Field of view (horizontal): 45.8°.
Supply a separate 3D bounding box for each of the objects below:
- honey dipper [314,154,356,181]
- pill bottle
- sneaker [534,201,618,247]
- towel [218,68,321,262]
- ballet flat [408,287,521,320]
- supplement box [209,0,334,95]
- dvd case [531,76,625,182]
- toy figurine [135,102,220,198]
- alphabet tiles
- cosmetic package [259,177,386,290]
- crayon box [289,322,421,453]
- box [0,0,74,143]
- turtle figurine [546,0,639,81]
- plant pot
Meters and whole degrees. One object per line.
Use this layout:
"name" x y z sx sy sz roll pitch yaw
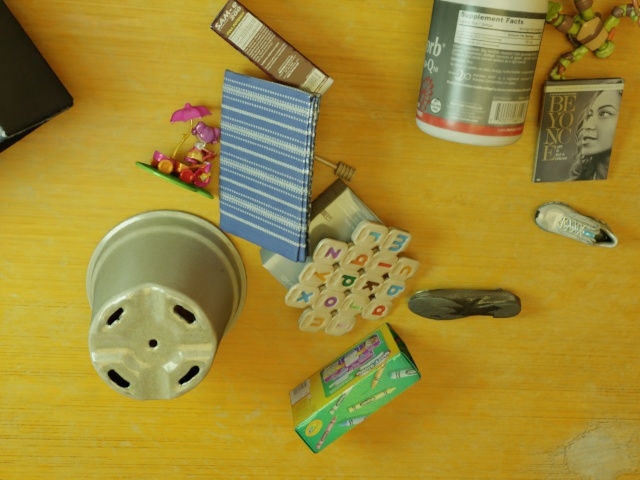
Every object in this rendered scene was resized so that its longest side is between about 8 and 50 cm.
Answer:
"honey dipper" -0.004 -0.169 1.552 0.160 0.030 0.031 27 101 -8
"pill bottle" 0.305 -0.375 1.415 0.210 0.210 0.363 4 111 -7
"sneaker" 0.554 -0.030 1.621 0.190 0.083 0.071 15 105 -9
"towel" -0.103 -0.140 1.453 0.040 0.243 0.336 -20 123 -46
"ballet flat" 0.315 0.131 1.658 0.249 0.058 0.084 0 141 -1
"supplement box" -0.093 -0.354 1.436 0.239 0.130 0.073 38 98 -14
"dvd case" 0.534 -0.227 1.575 0.164 0.018 0.221 -3 117 -5
"toy figurine" -0.251 -0.184 1.487 0.173 0.130 0.159 25 92 -34
"alphabet tiles" 0.068 0.082 1.558 0.277 0.021 0.284 13 119 -38
"cosmetic package" 0.000 0.000 1.560 0.238 0.107 0.127 -45 109 4
"crayon box" 0.068 0.311 1.619 0.278 0.165 0.081 -36 106 5
"box" -0.774 -0.285 1.256 0.471 0.297 0.480 -30 106 13
"turtle figurine" 0.537 -0.431 1.498 0.269 0.087 0.217 -40 130 22
"plant pot" -0.307 0.138 1.454 0.333 0.305 0.334 -2 107 -5
